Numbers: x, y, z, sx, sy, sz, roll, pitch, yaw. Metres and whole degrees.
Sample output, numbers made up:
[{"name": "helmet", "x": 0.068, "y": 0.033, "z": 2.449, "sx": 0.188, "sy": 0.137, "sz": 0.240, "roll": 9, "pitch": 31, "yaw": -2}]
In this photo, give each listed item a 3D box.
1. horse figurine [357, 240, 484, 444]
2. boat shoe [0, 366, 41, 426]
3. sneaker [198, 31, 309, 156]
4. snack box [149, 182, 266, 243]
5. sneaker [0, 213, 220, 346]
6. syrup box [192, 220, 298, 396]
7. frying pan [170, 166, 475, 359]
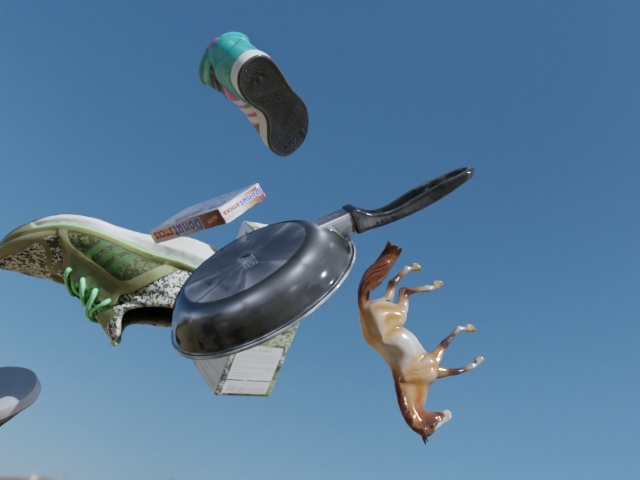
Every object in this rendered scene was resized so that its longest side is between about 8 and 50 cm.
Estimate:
[{"name": "horse figurine", "x": 0.130, "y": 0.136, "z": 1.112, "sx": 0.263, "sy": 0.174, "sz": 0.066, "roll": 57, "pitch": -25, "yaw": 3}, {"name": "boat shoe", "x": -0.617, "y": 0.319, "z": 1.322, "sx": 0.306, "sy": 0.113, "sz": 0.105, "roll": -25, "pitch": -50, "yaw": -7}, {"name": "sneaker", "x": -0.137, "y": -0.288, "z": 1.463, "sx": 0.178, "sy": 0.124, "sz": 0.295, "roll": 44, "pitch": -8, "yaw": 30}, {"name": "snack box", "x": -0.139, "y": -0.030, "z": 0.917, "sx": 0.178, "sy": 0.064, "sz": 0.022, "roll": -12, "pitch": -70, "yaw": 52}, {"name": "sneaker", "x": -0.348, "y": 0.077, "z": 1.260, "sx": 0.411, "sy": 0.182, "sz": 0.158, "roll": 7, "pitch": -33, "yaw": 4}, {"name": "syrup box", "x": -0.091, "y": 0.099, "z": 1.092, "sx": 0.093, "sy": 0.236, "sz": 0.096, "roll": 10, "pitch": 19, "yaw": -35}, {"name": "frying pan", "x": -0.003, "y": 0.014, "z": 0.715, "sx": 0.326, "sy": 0.197, "sz": 0.053, "roll": -24, "pitch": -68, "yaw": 12}]
